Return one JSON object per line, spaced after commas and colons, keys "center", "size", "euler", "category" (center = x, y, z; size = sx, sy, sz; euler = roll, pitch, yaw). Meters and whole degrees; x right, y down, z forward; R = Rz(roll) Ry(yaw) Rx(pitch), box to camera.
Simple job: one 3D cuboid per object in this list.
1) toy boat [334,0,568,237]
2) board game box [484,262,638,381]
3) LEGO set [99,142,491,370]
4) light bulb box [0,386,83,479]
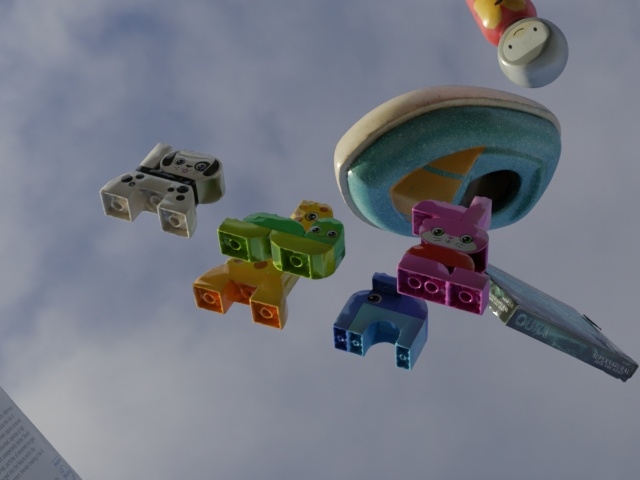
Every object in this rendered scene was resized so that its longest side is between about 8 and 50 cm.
{"center": [0.158, -0.116, 1.354], "size": [0.267, 0.318, 0.148], "euler": [-5, -134, -24], "category": "toy boat"}
{"center": [0.226, 0.076, 1.328], "size": [0.026, 0.186, 0.126], "euler": [-57, -146, 11], "category": "board game box"}
{"center": [0.000, 0.000, 0.749], "size": [0.227, 0.087, 0.093], "euler": [15, -134, 20], "category": "LEGO set"}
{"center": [-0.516, 0.259, 1.368], "size": [0.358, 0.225, 0.361], "euler": [-40, -86, 7], "category": "light bulb box"}
